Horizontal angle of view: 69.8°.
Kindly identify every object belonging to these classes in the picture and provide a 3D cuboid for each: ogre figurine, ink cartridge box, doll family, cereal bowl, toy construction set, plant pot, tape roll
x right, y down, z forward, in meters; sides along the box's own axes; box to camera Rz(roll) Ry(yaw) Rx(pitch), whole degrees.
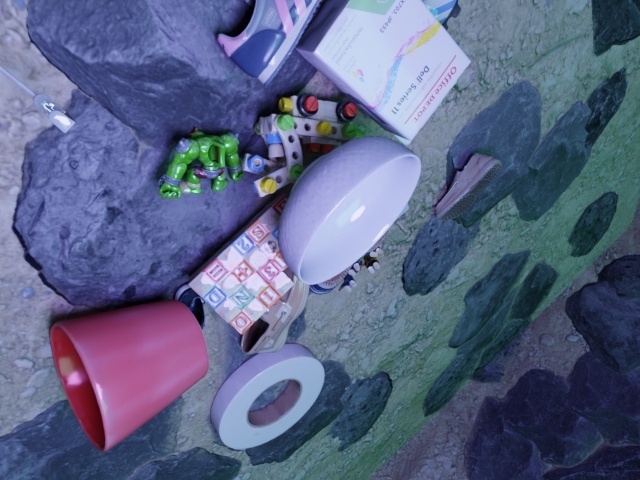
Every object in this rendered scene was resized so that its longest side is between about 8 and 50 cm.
[{"bbox_3d":[-0.223,-0.153,0.906,0.197,0.097,0.118,-6,130,-34],"label":"ogre figurine"},{"bbox_3d":[0.153,-0.351,0.925,0.353,0.119,0.207,31,99,-33],"label":"ink cartridge box"},{"bbox_3d":[0.120,0.079,1.380,0.193,0.111,0.076,-35,104,3],"label":"doll family"},{"bbox_3d":[0.040,-0.077,0.940,0.339,0.141,0.339,-37,157,-19],"label":"cereal bowl"},{"bbox_3d":[-0.016,-0.200,1.005,0.328,0.151,0.215,-4,97,-50],"label":"toy construction set"},{"bbox_3d":[-0.390,0.255,0.969,0.243,0.275,0.275,-20,133,-41],"label":"plant pot"},{"bbox_3d":[-0.163,0.507,1.485,0.392,0.072,0.392,-23,134,-26],"label":"tape roll"}]

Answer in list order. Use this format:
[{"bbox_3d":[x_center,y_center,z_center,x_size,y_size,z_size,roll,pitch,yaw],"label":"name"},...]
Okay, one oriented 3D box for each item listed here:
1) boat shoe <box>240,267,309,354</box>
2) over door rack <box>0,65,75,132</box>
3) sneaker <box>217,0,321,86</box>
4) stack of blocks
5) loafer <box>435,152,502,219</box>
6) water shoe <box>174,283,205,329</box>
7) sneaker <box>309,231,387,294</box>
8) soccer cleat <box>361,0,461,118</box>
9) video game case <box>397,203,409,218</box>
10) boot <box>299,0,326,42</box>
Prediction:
[{"bbox_3d":[-0.126,0.177,1.224,0.110,0.121,0.341,-4,124,-40],"label":"boat shoe"},{"bbox_3d":[-0.533,-0.186,0.580,0.239,0.108,0.324,-47,119,-3],"label":"over door rack"},{"bbox_3d":[-0.063,-0.446,0.813,0.131,0.112,0.319,30,93,-17],"label":"sneaker"},{"bbox_3d":[-0.140,0.050,1.080,0.297,0.087,0.171,-44,106,-6],"label":"stack of blocks"},{"bbox_3d":[0.470,-0.176,1.499,0.102,0.092,0.268,13,127,-44],"label":"loafer"},{"bbox_3d":[-0.320,0.202,1.106,0.073,0.080,0.203,-13,128,-34],"label":"water shoe"},{"bbox_3d":[0.067,0.042,1.288,0.282,0.099,0.153,-43,176,-28],"label":"sneaker"},{"bbox_3d":[0.167,-0.442,1.030,0.143,0.116,0.331,29,103,-26],"label":"soccer cleat"},{"bbox_3d":[0.157,-0.105,1.325,0.206,0.026,0.227,-40,138,-10],"label":"video game case"},{"bbox_3d":[-0.036,-0.434,0.899,0.118,0.042,0.087,-17,123,-28],"label":"boot"}]
